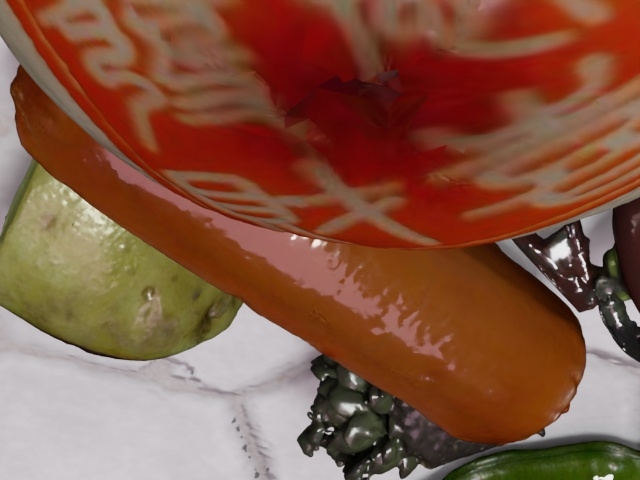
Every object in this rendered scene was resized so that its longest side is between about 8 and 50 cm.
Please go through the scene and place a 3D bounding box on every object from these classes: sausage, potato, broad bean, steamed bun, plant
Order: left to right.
[{"bbox_3d":[-0.093,0.000,0.929,0.149,0.081,0.120,17,139,-14],"label":"potato"},{"bbox_3d":[0.000,-0.001,0.882,0.348,0.094,0.097,34,98,-21],"label":"sausage"},{"bbox_3d":[0.031,-0.136,0.653,0.375,0.241,0.374,1,141,1],"label":"steamed bun"},{"bbox_3d":[0.056,0.090,1.011,0.143,0.094,0.092,-9,126,7],"label":"plant"},{"bbox_3d":[0.117,0.197,1.164,0.144,0.049,0.292,16,139,-23],"label":"broad bean"}]

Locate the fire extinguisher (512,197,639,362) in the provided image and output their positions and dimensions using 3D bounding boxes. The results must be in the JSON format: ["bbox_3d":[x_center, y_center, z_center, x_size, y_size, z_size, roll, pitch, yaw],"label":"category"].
[{"bbox_3d":[0.255,-0.029,0.865,0.341,0.105,0.141,-18,94,24],"label":"fire extinguisher"}]
